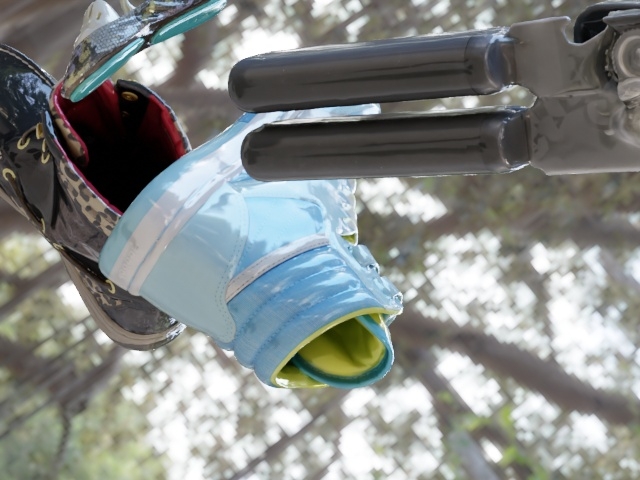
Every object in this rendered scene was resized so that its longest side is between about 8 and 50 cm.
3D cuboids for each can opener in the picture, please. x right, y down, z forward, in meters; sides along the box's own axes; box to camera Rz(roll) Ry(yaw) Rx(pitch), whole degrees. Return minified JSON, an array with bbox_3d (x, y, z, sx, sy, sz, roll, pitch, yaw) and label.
[{"bbox_3d":[0.090,-0.073,0.847,0.283,0.095,0.076,-1,-74,36],"label":"can opener"}]

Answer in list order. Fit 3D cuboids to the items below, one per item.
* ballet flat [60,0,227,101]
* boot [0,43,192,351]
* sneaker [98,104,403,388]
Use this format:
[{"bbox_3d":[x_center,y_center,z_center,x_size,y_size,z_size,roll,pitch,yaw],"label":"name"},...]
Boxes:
[{"bbox_3d":[-0.100,-0.112,0.896,0.041,0.114,0.041,32,-38,29],"label":"ballet flat"},{"bbox_3d":[-0.242,-0.090,1.711,0.377,0.138,0.284,57,-20,14],"label":"boot"},{"bbox_3d":[0.000,0.000,1.283,0.208,0.319,0.127,40,-47,8],"label":"sneaker"}]
